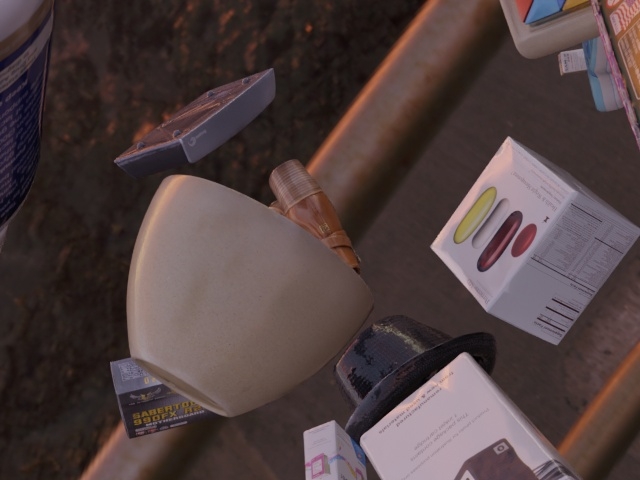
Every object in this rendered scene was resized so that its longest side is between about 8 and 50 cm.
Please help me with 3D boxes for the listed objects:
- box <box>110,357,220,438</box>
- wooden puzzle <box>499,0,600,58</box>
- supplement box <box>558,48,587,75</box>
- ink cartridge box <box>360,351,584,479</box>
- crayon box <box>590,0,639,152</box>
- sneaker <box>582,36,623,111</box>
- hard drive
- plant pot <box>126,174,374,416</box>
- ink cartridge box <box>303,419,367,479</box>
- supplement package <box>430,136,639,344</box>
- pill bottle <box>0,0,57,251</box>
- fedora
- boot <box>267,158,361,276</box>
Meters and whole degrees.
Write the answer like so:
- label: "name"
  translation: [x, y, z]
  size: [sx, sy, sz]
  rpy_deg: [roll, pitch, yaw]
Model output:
- label: "box"
  translation: [-0.192, 0.218, 1.670]
  size: [0.231, 0.183, 0.056]
  rpy_deg: [-13, 62, -11]
- label: "wooden puzzle"
  translation: [0.282, -0.345, 1.261]
  size: [0.221, 0.044, 0.238]
  rpy_deg: [-16, 102, 41]
- label: "supplement box"
  translation: [0.440, -0.295, 1.795]
  size: [0.098, 0.062, 0.036]
  rpy_deg: [-8, 93, 8]
- label: "ink cartridge box"
  translation: [0.185, 0.260, 0.860]
  size: [0.129, 0.223, 0.307]
  rpy_deg: [-40, 29, 2]
- label: "crayon box"
  translation: [0.366, -0.089, 0.835]
  size: [0.106, 0.313, 0.363]
  rpy_deg: [-47, 25, 33]
- label: "sneaker"
  translation: [0.448, -0.277, 1.438]
  size: [0.208, 0.319, 0.127]
  rpy_deg: [-9, 76, 15]
- label: "hard drive"
  translation: [-0.185, -0.180, 1.711]
  size: [0.172, 0.054, 0.254]
  rpy_deg: [-12, 23, 39]
- label: "plant pot"
  translation: [-0.107, 0.085, 1.242]
  size: [0.284, 0.284, 0.191]
  rpy_deg: [15, 67, 40]
- label: "ink cartridge box"
  translation: [0.022, 0.314, 1.444]
  size: [0.052, 0.088, 0.122]
  rpy_deg: [-24, 41, 19]
- label: "supplement package"
  translation: [0.301, -0.001, 1.570]
  size: [0.203, 0.149, 0.194]
  rpy_deg: [-56, 32, 13]
- label: "pill bottle"
  translation: [-0.207, -0.075, 0.523]
  size: [0.264, 0.153, 0.153]
  rpy_deg: [120, 151, -58]
- label: "fedora"
  translation: [0.136, 0.219, 1.826]
  size: [0.334, 0.334, 0.152]
  rpy_deg: [-46, 62, 9]
- label: "boot"
  translation: [0.000, 0.000, 1.904]
  size: [0.109, 0.283, 0.220]
  rpy_deg: [-28, 74, -13]
